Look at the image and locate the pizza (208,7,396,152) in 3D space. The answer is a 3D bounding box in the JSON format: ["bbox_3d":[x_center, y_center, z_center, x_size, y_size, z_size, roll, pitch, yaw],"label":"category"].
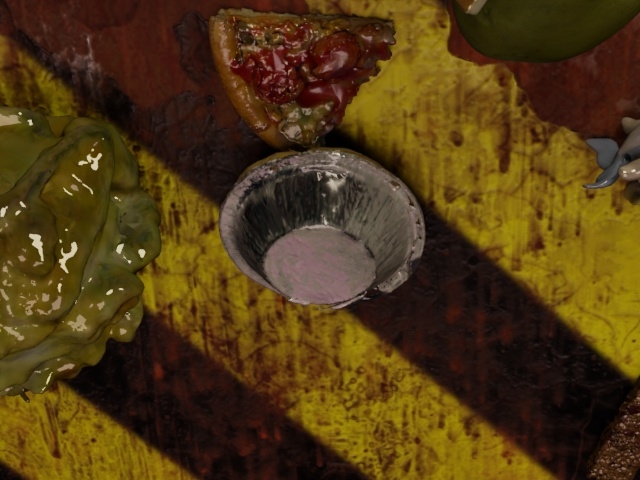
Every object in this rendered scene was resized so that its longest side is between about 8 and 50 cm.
[{"bbox_3d":[-0.015,-0.181,1.241,0.193,0.053,0.201,-31,114,24],"label":"pizza"}]

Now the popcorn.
[{"bbox_3d":[-0.314,0.011,1.276,0.312,0.312,0.312,3,123,5],"label":"popcorn"}]

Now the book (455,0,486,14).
[{"bbox_3d":[0.103,-0.360,1.004,0.020,0.295,0.208,0,136,-43],"label":"book"}]

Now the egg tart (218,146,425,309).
[{"bbox_3d":[0.000,0.000,1.315,0.234,0.094,0.234,3,134,3],"label":"egg tart"}]

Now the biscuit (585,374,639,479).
[{"bbox_3d":[0.390,0.224,1.461,0.064,0.034,0.199,18,122,-3],"label":"biscuit"}]

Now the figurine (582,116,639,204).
[{"bbox_3d":[0.376,-0.069,1.228,0.208,0.128,0.184,3,126,15],"label":"figurine"}]

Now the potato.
[{"bbox_3d":[0.224,-0.298,1.051,0.216,0.216,0.304,18,133,-4],"label":"potato"}]
